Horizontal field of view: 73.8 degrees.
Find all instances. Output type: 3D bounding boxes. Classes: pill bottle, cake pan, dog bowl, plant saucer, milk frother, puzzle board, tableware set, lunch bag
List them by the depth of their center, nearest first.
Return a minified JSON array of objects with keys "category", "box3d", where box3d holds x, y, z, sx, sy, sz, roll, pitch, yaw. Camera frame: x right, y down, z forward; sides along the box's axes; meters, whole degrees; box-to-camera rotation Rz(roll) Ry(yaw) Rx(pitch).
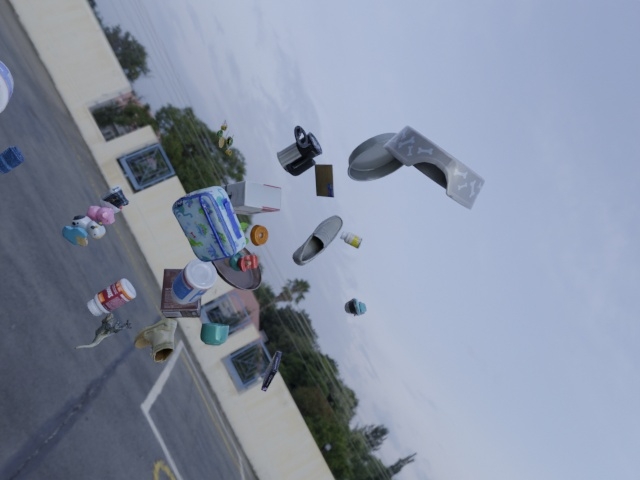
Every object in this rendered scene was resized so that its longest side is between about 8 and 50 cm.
[{"category":"pill bottle","box3d":[-0.935,-0.433,1.165,0.272,0.152,0.152,43,-24,49]},{"category":"lunch bag","box3d":[-0.331,-0.048,1.282,0.176,0.090,0.218,-7,-67,28]},{"category":"dog bowl","box3d":[0.370,-0.241,1.365,0.349,0.102,0.348,32,19,-12]},{"category":"milk frother","box3d":[-0.085,-0.301,1.403,0.143,0.135,0.129,50,22,-33]},{"category":"pill bottle","box3d":[-0.772,0.214,1.576,0.086,0.152,0.086,56,-9,13]},{"category":"pill bottle","box3d":[-0.495,0.166,1.634,0.221,0.124,0.124,-37,-101,44]},{"category":"puzzle board","box3d":[0.017,-0.233,1.662,0.096,0.011,0.128,11,-69,43]},{"category":"cake pan","box3d":[0.243,-0.347,1.770,0.293,0.294,0.054,98,-25,-67]},{"category":"tableware set","box3d":[-0.401,-0.428,1.815,0.024,0.104,0.154,15,-32,10]},{"category":"plant saucer","box3d":[-0.412,0.118,2.037,0.311,0.050,0.310,40,25,-23]},{"category":"pill bottle","box3d":[0.167,-0.007,2.305,0.116,0.065,0.065,27,-14,-3]}]

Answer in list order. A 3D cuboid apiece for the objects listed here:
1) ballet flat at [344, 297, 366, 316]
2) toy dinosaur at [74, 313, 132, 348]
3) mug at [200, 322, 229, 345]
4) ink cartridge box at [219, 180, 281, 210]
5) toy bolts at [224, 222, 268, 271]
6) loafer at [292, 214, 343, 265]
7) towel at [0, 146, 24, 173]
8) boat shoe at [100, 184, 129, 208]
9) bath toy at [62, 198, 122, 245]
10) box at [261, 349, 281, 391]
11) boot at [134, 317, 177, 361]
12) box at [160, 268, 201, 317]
[{"category":"ballet flat","box3d":[0.135,0.273,1.708,0.074,0.074,0.203,58,7,19]},{"category":"toy dinosaur","box3d":[-0.726,0.308,1.460,0.268,0.118,0.064,-137,-151,-78]},{"category":"mug","box3d":[-0.511,0.453,2.058,0.158,0.130,0.097,102,-5,-81]},{"category":"ink cartridge box","box3d":[-0.341,-0.191,1.959,0.273,0.197,0.114,-1,-95,46]},{"category":"toy bolts","box3d":[-0.366,0.026,1.963,0.159,0.218,0.228,3,-83,36]},{"category":"loafer","box3d":[0.000,0.000,2.028,0.112,0.319,0.111,46,-16,-13]},{"category":"towel","box3d":[-1.153,-0.296,1.573,0.067,0.120,0.029,64,19,-10]},{"category":"boat shoe","box3d":[-0.867,-0.170,1.795,0.183,0.065,0.083,-9,-67,52]},{"category":"bath toy","box3d":[-1.069,-0.116,2.056,0.151,0.129,0.348,37,37,-14]},{"category":"box","box3d":[-0.226,0.599,1.959,0.116,0.029,0.162,-80,-164,-58]},{"category":"boot","box3d":[-0.834,0.526,2.137,0.095,0.262,0.203,52,14,-42]},{"category":"box","box3d":[-0.658,0.254,2.033,0.168,0.167,0.203,115,-26,-66]}]
